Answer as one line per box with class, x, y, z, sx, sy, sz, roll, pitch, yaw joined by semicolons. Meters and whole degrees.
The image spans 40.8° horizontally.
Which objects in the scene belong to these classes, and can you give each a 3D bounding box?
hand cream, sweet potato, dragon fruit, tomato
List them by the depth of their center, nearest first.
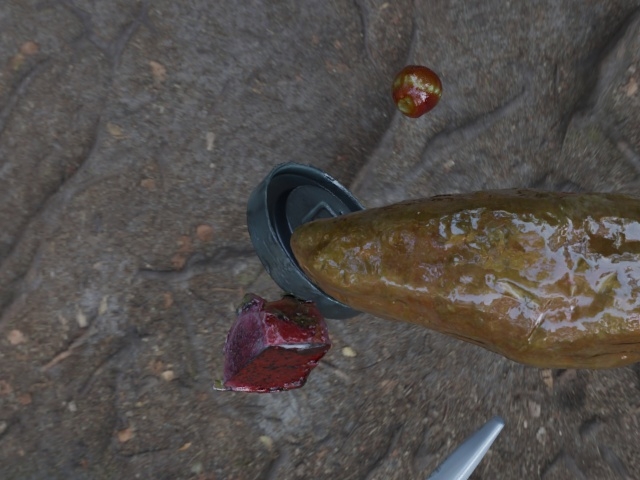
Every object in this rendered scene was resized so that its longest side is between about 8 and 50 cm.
sweet potato;0.104;0.018;0.463;0.251;0.097;0.097;3;89;18
dragon fruit;-0.053;0.101;0.932;0.147;0.102;0.096;-50;47;49
hand cream;0.186;0.359;1.280;0.048;0.079;0.255;43;88;5
tomato;0.154;-0.240;1.392;0.087;0.087;0.075;16;63;13

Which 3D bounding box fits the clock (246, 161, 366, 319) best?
clock;0.000;0.000;1.401;0.055;0.280;0.281;-37;80;33
